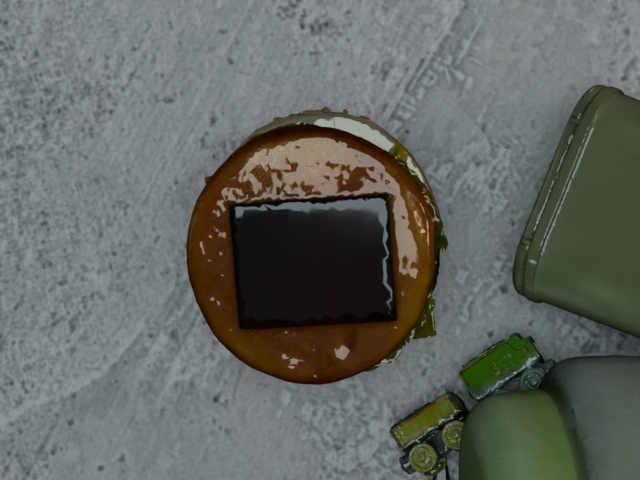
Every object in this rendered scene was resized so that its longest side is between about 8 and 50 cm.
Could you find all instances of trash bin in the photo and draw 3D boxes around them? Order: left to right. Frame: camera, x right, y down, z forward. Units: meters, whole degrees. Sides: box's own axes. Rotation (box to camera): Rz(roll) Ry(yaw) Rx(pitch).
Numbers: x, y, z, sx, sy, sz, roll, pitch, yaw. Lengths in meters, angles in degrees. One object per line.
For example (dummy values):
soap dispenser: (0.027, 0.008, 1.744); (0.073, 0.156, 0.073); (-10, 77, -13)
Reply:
trash bin: (0.352, -0.012, 1.698); (0.247, 0.121, 0.243); (23, 91, 25)

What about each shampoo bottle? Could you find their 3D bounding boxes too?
shampoo bottle: (0.306, 0.275, 1.634); (0.317, 0.322, 0.322); (-2, 89, -2)

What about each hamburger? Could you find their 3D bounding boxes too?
hamburger: (0.000, 0.000, 1.714); (0.291, 0.225, 0.291); (1, 96, 7)

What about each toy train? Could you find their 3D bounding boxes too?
toy train: (0.164, 0.178, 1.777); (0.202, 0.060, 0.081); (-35, 71, 4)

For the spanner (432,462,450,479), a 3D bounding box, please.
spanner: (0.120, 0.393, 1.799); (0.087, 0.024, 0.316); (20, 92, 7)
